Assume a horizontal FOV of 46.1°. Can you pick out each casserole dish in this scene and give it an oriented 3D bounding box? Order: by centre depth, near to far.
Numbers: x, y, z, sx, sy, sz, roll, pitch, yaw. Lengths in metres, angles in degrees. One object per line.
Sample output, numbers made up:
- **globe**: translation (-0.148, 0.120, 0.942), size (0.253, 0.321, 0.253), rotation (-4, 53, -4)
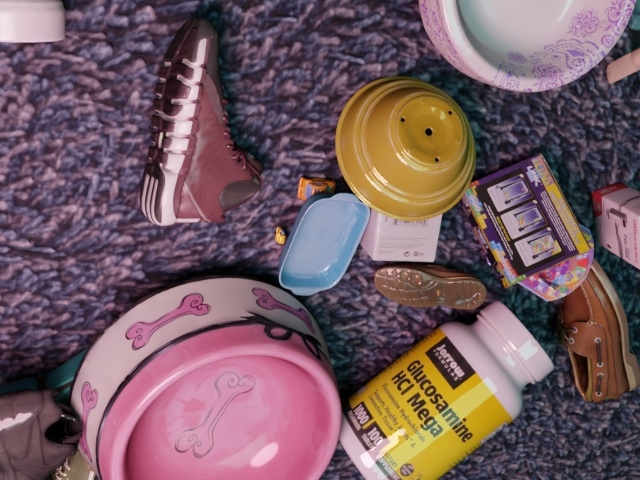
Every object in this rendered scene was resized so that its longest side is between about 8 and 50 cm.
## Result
- **casserole dish**: translation (0.000, 0.000, 1.122), size (0.114, 0.037, 0.188), rotation (4, 123, -31)

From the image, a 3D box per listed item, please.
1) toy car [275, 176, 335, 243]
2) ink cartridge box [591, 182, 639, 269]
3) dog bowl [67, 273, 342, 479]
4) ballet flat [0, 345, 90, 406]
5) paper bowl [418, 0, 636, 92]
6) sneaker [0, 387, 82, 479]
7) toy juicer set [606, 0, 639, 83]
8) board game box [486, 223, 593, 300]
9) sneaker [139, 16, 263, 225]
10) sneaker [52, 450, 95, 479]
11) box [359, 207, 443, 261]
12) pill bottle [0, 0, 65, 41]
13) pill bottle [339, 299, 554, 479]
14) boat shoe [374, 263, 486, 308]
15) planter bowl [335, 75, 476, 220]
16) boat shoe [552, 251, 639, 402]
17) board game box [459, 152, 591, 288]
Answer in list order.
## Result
- **toy car**: translation (-0.019, -0.039, 1.125), size (0.060, 0.040, 0.122), rotation (21, 103, -20)
- **ink cartridge box**: translation (0.499, -0.024, 1.207), size (0.056, 0.135, 0.099), rotation (-16, 112, -7)
- **dog bowl**: translation (-0.149, 0.262, 1.104), size (0.408, 0.150, 0.408), rotation (-11, 119, -21)
- **ballet flat**: translation (-0.398, 0.237, 1.112), size (0.247, 0.083, 0.087), rotation (-25, 123, -3)
- **paper bowl**: translation (0.270, -0.353, 1.022), size (0.284, 0.148, 0.284), rotation (-5, 111, -12)
- **sneaker**: translation (-0.390, 0.287, 1.030), size (0.130, 0.109, 0.286), rotation (-12, 150, -16)
- **toy juicer set**: translation (0.466, -0.368, 1.033), size (0.089, 0.209, 0.329), rotation (-10, 111, -1)
- **board game box**: translation (0.352, 0.012, 1.195), size (0.169, 0.033, 0.133), rotation (34, 92, 8)
- **sneaker**: translation (-0.144, -0.153, 1.036), size (0.162, 0.106, 0.281), rotation (6, 106, -34)
- **sneaker**: translation (-0.410, 0.385, 1.170), size (0.086, 0.064, 0.192), rotation (17, 108, -24)
- **box**: translation (0.120, -0.028, 1.138), size (0.101, 0.087, 0.102), rotation (2, 110, -14)
- **pill bottle**: translation (-0.359, -0.382, 0.843), size (0.169, 0.169, 0.301), rotation (-2, 111, -13)
- **pill bottle**: translation (0.197, 0.252, 1.206), size (0.334, 0.188, 0.188), rotation (-39, 114, 2)
- **boat shoe**: translation (0.173, 0.069, 1.204), size (0.178, 0.060, 0.064), rotation (8, 111, -3)
- **planter bowl**: translation (0.136, -0.141, 1.050), size (0.217, 0.090, 0.217), rotation (2, 81, -14)
- **boat shoe**: translation (0.454, 0.152, 1.275), size (0.104, 0.110, 0.307), rotation (-26, 109, 2)
- **board game box**: translation (0.311, -0.030, 1.162), size (0.141, 0.048, 0.170), rotation (-22, 79, -6)
